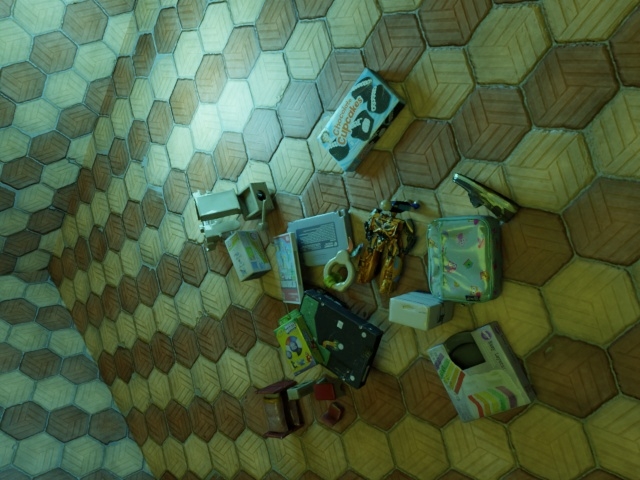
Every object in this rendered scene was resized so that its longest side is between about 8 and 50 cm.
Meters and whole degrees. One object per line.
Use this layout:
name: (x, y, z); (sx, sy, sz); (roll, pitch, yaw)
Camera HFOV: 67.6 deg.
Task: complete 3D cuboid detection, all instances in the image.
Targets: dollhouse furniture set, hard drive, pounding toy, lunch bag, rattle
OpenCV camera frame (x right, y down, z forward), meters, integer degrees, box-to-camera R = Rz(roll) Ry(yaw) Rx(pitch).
dollhouse furniture set: (-0.446, -0.055, 2.148); (0.355, 0.174, 0.303); (101, 151, -58)
hard drive: (0.051, 0.358, 1.767); (0.339, 0.064, 0.236); (26, 110, 31)
dollhouse furniture set: (-0.077, 0.683, 1.944); (0.374, 0.152, 0.201); (-16, 84, 39)
pounding toy: (-0.249, -0.140, 2.024); (0.181, 0.094, 0.206); (-29, 77, 46)
lunch bag: (0.442, 0.063, 1.493); (0.224, 0.108, 0.279); (0, 95, 38)
rattle: (0.105, 0.094, 1.773); (0.130, 0.143, 0.199); (19, 89, 45)

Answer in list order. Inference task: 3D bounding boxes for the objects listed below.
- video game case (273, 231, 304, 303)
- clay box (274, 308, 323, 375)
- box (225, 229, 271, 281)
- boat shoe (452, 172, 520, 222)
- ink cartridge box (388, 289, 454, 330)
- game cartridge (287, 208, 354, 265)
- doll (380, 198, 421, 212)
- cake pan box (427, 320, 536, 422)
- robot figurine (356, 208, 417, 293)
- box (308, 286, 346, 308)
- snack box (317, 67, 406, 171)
video game case: (-0.130, 0.115, 1.956); (0.204, 0.025, 0.285); (169, 93, -66)
clay box: (-0.091, 0.384, 1.806); (0.127, 0.053, 0.222); (-37, 74, 34)
box: (-0.318, 0.064, 2.097); (0.103, 0.114, 0.203); (-35, 72, 38)
boat shoe: (0.490, -0.130, 1.455); (0.224, 0.080, 0.073); (36, 110, 26)
ink cartridge box: (0.329, 0.222, 1.547); (0.140, 0.191, 0.082); (10, 101, 38)
game cartridge: (0.000, 0.000, 1.878); (0.297, 0.062, 0.198); (-10, 92, 39)
doll: (0.255, -0.113, 1.573); (0.129, 0.189, 0.046); (8, 100, 37)
cake pan box: (0.500, 0.413, 1.511); (0.246, 0.070, 0.266); (-33, 74, 34)
robot figurine: (0.222, 0.031, 1.681); (0.211, 0.085, 0.290); (20, 107, 35)
box: (0.003, 0.300, 1.887); (0.147, 0.078, 0.180); (29, 112, 32)
snack box: (0.139, -0.427, 1.716); (0.187, 0.060, 0.322); (53, 123, 23)
